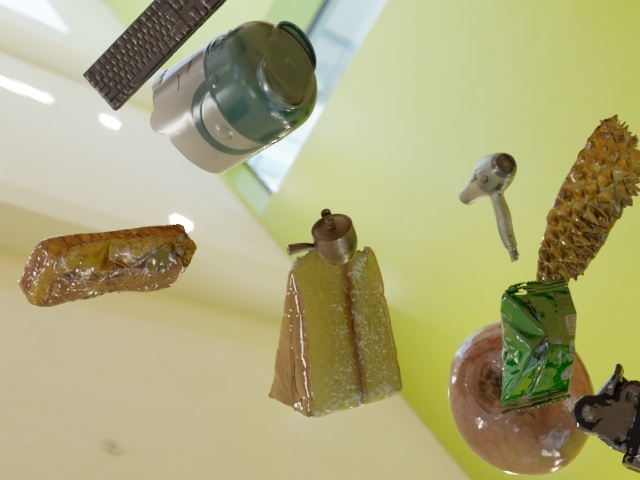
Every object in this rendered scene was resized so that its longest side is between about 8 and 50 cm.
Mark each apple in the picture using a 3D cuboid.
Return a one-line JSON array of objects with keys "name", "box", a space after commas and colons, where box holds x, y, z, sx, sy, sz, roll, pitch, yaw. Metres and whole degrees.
[{"name": "apple", "box": [0.428, 0.337, 2.178, 0.269, 0.344, 0.345, 17, -159, -42]}]

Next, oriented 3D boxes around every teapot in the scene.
[{"name": "teapot", "box": [0.000, 0.000, 1.537, 0.085, 0.110, 0.080, -119, 8, -51]}]

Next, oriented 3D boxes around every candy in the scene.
[{"name": "candy", "box": [0.339, 0.162, 1.550, 0.141, 0.203, 0.078, -3, -176, -18]}]

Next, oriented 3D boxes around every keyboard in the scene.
[{"name": "keyboard", "box": [-0.290, -0.370, 1.770, 0.101, 0.310, 0.018, 48, -169, 5]}]

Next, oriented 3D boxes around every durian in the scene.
[{"name": "durian", "box": [0.467, -0.063, 1.694, 0.112, 0.341, 0.191, 29, 174, 19]}]

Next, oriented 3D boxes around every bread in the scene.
[{"name": "bread", "box": [-0.322, 0.034, 1.542, 0.271, 0.139, 0.077, -6, -125, -45]}, {"name": "bread", "box": [0.016, 0.174, 2.156, 0.233, 0.361, 0.245, -11, -169, -25]}]

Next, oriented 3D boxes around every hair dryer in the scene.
[{"name": "hair dryer", "box": [0.357, -0.075, 2.109, 0.088, 0.224, 0.219, -9, -173, -14]}]

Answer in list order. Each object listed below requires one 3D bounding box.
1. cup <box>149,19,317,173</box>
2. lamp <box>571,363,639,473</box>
[{"name": "cup", "box": [-0.138, -0.283, 1.804, 0.219, 0.258, 0.289, 45, -140, -26]}, {"name": "lamp", "box": [0.632, 0.300, 1.640, 0.374, 0.272, 0.205, 34, 179, 30]}]
